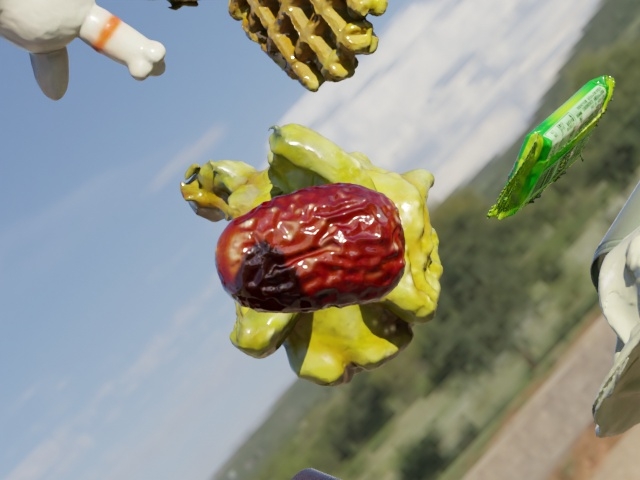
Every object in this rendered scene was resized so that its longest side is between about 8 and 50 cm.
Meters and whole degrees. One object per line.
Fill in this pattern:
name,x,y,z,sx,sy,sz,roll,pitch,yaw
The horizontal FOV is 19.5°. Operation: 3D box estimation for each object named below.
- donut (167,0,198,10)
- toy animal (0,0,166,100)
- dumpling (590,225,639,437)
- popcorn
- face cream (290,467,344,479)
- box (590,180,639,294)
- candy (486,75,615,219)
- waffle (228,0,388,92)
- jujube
donut,-0.195,-0.433,2.242,0.360,0.360,0.170,-42,-14,-42
toy animal,-0.272,-0.243,1.701,0.140,0.282,0.138,-30,40,41
dumpling,0.369,0.063,1.710,0.315,0.233,0.395,-38,-19,-34
popcorn,0.007,0.005,2.116,0.321,0.290,0.326,-117,23,-57
face cream,0.006,0.376,2.368,0.149,0.104,0.149,-43,-37,-45
box,0.462,0.027,2.280,0.149,0.226,0.226,-55,-1,-21
candy,0.221,-0.089,1.770,0.178,0.032,0.102,-38,-26,-49
waffle,-0.015,-0.195,1.285,0.038,0.191,0.191,-10,-26,-35
jujube,-0.009,0.010,1.709,0.176,0.112,0.109,-9,-39,-4
